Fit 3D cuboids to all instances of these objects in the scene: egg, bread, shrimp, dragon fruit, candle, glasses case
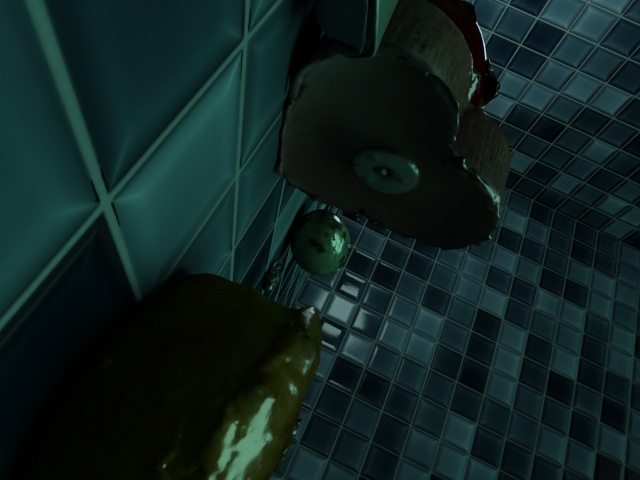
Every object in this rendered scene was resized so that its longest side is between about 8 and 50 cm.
[{"bbox_3d":[0.000,0.000,1.154,0.182,0.141,0.141,96,18,-54],"label":"egg"},{"bbox_3d":[-0.118,0.176,0.450,0.312,0.172,0.312,-60,173,-12],"label":"bread"},{"bbox_3d":[-0.102,0.069,1.075,0.092,0.029,0.038,-69,173,-47],"label":"shrimp"},{"bbox_3d":[0.147,-0.250,0.779,0.315,0.250,0.250,-58,179,16],"label":"dragon fruit"},{"bbox_3d":[0.079,-0.125,0.621,0.287,0.317,0.132,-8,-134,41],"label":"candle"},{"bbox_3d":[0.075,-0.317,0.440,0.128,0.083,0.308,90,25,-69],"label":"glasses case"}]

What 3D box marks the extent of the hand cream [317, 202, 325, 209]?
[{"bbox_3d":[0.021,-0.135,1.430,0.052,0.038,0.216,-34,168,-29],"label":"hand cream"}]
